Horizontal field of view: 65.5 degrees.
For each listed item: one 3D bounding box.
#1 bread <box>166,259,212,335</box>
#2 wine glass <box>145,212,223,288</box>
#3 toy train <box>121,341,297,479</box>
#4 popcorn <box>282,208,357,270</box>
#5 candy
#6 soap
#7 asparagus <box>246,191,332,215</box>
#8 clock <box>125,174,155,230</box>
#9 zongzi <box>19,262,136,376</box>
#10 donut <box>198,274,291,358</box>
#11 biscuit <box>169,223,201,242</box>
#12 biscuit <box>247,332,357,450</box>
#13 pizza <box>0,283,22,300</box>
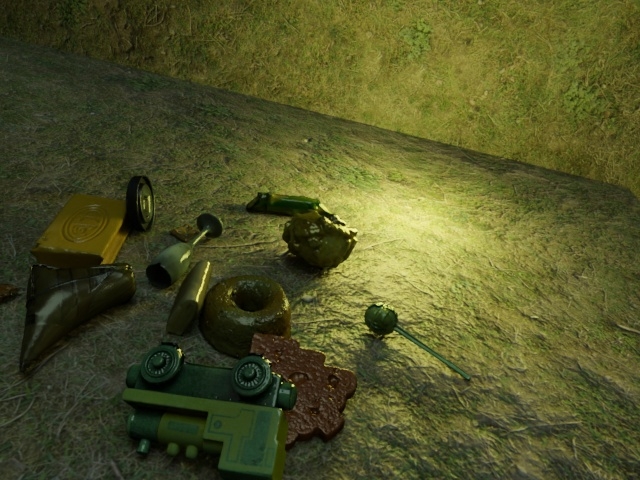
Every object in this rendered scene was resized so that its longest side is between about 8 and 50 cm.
[{"bbox_3d":[-0.346,0.151,1.324,0.060,0.139,0.178,32,29,-18],"label":"bread"},{"bbox_3d":[-0.331,0.055,1.508,0.264,0.096,0.310,21,34,6],"label":"wine glass"},{"bbox_3d":[-0.238,0.349,1.012,0.368,0.150,0.237,4,56,9],"label":"toy train"},{"bbox_3d":[0.000,0.000,1.649,0.233,0.193,0.266,13,4,31],"label":"popcorn"},{"bbox_3d":[0.268,0.284,1.382,0.335,0.092,0.093,33,0,18],"label":"candy"},{"bbox_3d":[-0.703,-0.016,1.489,0.204,0.096,0.325,7,32,-9],"label":"soap"},{"bbox_3d":[-0.110,-0.136,1.898,0.342,0.085,0.082,4,9,-9],"label":"asparagus"},{"bbox_3d":[-0.584,-0.120,1.615,0.040,0.185,0.185,-2,33,-2],"label":"clock"},{"bbox_3d":[-0.579,0.181,1.216,0.260,0.123,0.289,-2,44,-26],"label":"zongzi"},{"bbox_3d":[-0.194,0.185,1.341,0.271,0.107,0.272,9,30,-5],"label":"donut"},{"bbox_3d":[-0.448,-0.025,1.664,0.083,0.018,0.081,29,35,24],"label":"biscuit"},{"bbox_3d":[-0.065,0.334,1.169,0.283,0.043,0.306,-25,58,-38],"label":"biscuit"},{"bbox_3d":[-0.840,0.136,1.274,0.099,0.029,0.100,17,29,22],"label":"pizza"}]
